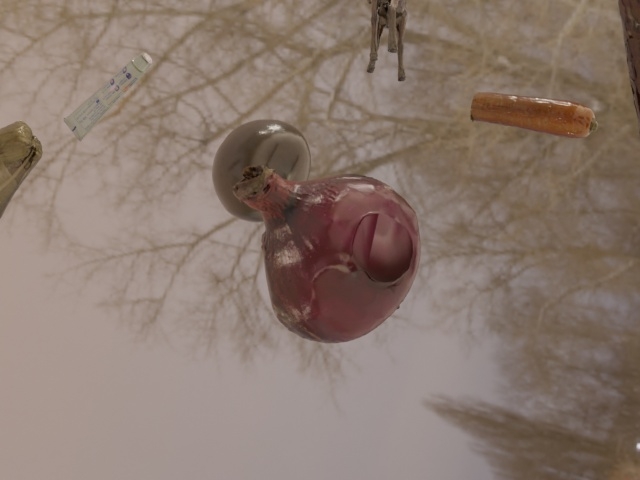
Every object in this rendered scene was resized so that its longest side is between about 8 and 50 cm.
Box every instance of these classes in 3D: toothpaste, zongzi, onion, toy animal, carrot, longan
[{"bbox_3d":[-0.378,-0.258,1.695,0.052,0.218,0.033,52,-154,-3],"label":"toothpaste"},{"bbox_3d":[-0.414,-0.058,1.232,0.078,0.160,0.176,-107,-2,-49],"label":"zongzi"},{"bbox_3d":[0.010,0.000,0.897,0.198,0.135,0.173,41,-114,-29],"label":"onion"},{"bbox_3d":[0.112,-0.393,1.534,0.243,0.087,0.259,110,163,-79],"label":"toy animal"},{"bbox_3d":[0.384,-0.225,1.710,0.067,0.225,0.067,11,-90,-67],"label":"carrot"},{"bbox_3d":[-0.120,-0.136,1.888,0.196,0.197,0.220,69,-142,-55],"label":"longan"}]

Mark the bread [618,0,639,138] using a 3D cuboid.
[{"bbox_3d":[0.334,-0.052,0.720,0.113,0.165,0.416,-22,-73,-36],"label":"bread"}]
